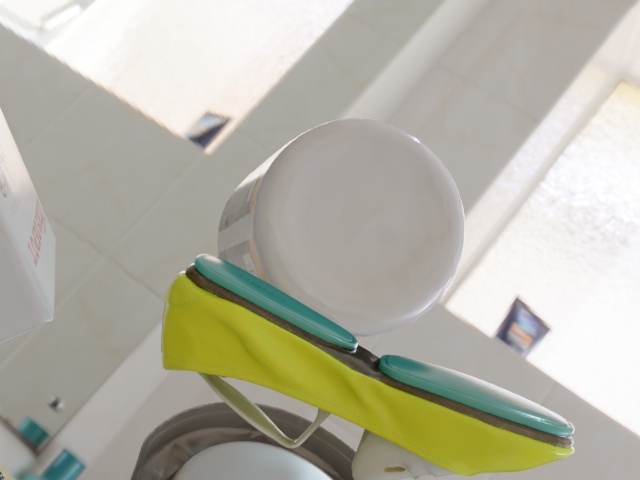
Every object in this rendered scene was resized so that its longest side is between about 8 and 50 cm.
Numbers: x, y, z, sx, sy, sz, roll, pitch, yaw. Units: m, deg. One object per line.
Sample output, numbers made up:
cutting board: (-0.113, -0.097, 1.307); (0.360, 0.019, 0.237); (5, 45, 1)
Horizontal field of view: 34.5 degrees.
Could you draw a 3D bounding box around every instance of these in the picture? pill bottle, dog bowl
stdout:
pill bottle: (0.000, 0.000, 0.862); (0.162, 0.162, 0.278); (43, -12, -7)
dog bowl: (-0.066, 0.343, 1.142); (0.348, 0.349, 0.102); (36, -57, 12)

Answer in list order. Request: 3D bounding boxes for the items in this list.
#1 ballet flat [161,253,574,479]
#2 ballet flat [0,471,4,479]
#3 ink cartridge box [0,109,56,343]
ballet flat: (0.016, 0.085, 0.552); (0.231, 0.077, 0.077); (24, 6, 9)
ballet flat: (-0.436, 0.229, 1.205); (0.173, 0.049, 0.057); (56, -22, -8)
ink cartridge box: (-0.271, -0.091, 0.603); (0.223, 0.129, 0.308); (-140, -150, -72)
